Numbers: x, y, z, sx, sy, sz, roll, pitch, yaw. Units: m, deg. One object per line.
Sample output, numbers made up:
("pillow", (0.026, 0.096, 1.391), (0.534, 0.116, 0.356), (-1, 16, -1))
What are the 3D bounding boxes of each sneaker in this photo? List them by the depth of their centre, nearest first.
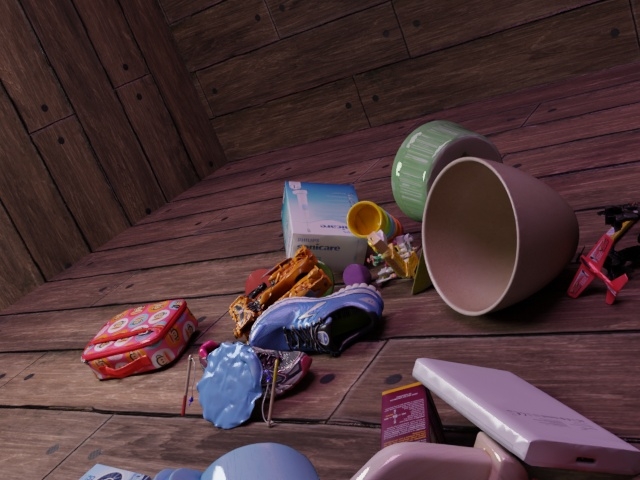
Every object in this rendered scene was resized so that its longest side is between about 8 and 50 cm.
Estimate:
("sneaker", (-0.155, 0.280, 1.608), (0.299, 0.112, 0.121), (-9, 22, 32))
("sneaker", (-0.014, 0.196, 1.658), (0.330, 0.129, 0.147), (-20, 16, 7))

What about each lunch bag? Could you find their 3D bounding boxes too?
("lunch bag", (-0.508, 0.288, 2.003), (0.293, 0.120, 0.258), (-16, 23, 24))

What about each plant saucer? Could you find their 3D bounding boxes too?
("plant saucer", (0.281, 0.019, 1.787), (0.045, 0.188, 0.188), (16, 30, 11))

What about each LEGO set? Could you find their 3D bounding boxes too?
("LEGO set", (0.167, 0.053, 1.829), (0.107, 0.132, 0.287), (-21, -9, 23))

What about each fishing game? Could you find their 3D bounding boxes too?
("fishing game", (-0.192, 0.309, 1.549), (0.264, 0.189, 0.041), (-8, -20, 34))

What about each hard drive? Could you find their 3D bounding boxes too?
("hard drive", (0.299, 0.258, 1.090), (0.203, 0.040, 0.307), (12, 6, -22))

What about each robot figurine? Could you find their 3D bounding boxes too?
("robot figurine", (-0.117, 0.150, 1.851), (0.291, 0.085, 0.211), (-38, 37, 2))

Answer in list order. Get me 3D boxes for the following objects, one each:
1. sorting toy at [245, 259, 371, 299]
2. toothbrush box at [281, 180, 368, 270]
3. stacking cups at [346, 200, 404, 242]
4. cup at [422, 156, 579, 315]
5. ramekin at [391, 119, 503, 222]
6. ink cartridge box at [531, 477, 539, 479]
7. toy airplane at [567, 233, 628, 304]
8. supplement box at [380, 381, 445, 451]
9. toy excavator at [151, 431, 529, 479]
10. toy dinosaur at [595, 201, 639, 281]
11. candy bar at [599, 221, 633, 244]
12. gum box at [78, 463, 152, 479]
("sorting toy", (-0.021, 0.121, 1.974), (0.366, 0.127, 0.126), (-11, -8, 24))
("toothbrush box", (0.006, -0.045, 2.084), (0.216, 0.126, 0.295), (2, 32, -10))
("stacking cups", (0.167, -0.040, 1.928), (0.096, 0.096, 0.316), (-15, -10, 20))
("cup", (0.407, -0.013, 1.544), (0.237, 0.331, 0.331), (-3, 10, -24))
("ramekin", (0.365, -0.176, 2.016), (0.303, 0.303, 0.148), (-28, 26, -17))
("ink cartridge box", (0.279, 0.381, 0.879), (0.231, 0.078, 0.134), (-32, 21, -28))
("toy airplane", (0.553, 0.065, 1.425), (0.028, 0.151, 0.151), (13, 6, -22))
("supplement box", (0.149, 0.324, 1.146), (0.081, 0.104, 0.188), (-19, 18, 13))
("toy excavator", (0.004, 0.371, 0.939), (0.445, 0.433, 0.222), (-51, 19, 3))
("toy dinosaur", (0.686, -0.001, 1.455), (0.218, 0.164, 0.322), (-6, 2, 5))
("candy bar", (0.692, -0.031, 1.658), (0.161, 0.018, 0.040), (-35, 19, -33))
("gum box", (-0.433, 0.510, 1.394), (0.184, 0.041, 0.157), (-4, 25, 41))
